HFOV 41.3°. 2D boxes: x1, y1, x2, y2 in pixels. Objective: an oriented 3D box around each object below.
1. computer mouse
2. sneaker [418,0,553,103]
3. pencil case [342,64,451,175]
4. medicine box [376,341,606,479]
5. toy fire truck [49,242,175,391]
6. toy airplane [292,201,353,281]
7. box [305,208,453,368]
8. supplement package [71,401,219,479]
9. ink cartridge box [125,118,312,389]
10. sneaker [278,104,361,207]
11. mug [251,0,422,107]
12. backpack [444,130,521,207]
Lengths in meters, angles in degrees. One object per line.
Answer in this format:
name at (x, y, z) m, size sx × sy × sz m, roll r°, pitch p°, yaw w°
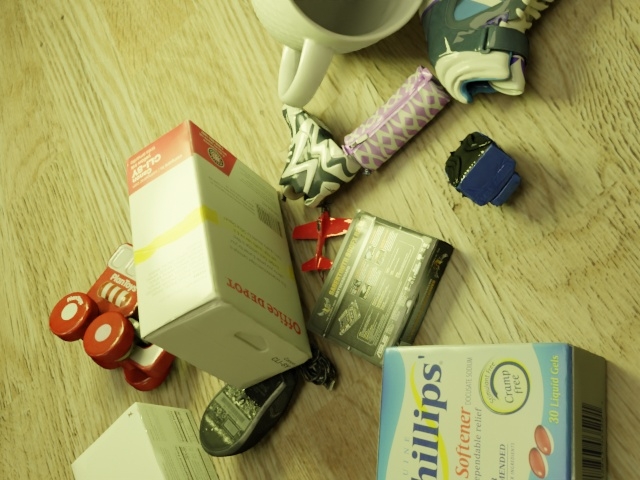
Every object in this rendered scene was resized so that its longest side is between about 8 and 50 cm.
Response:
computer mouse at (-0.100, 0.279, 1.510) m, size 0.272 × 0.072 × 0.188 m, roll -47°, pitch 49°, yaw 0°
sneaker at (0.324, -0.352, 1.363) m, size 0.323 × 0.130 × 0.236 m, roll -26°, pitch 69°, yaw 25°
pencil case at (0.129, -0.211, 1.479) m, size 0.206 × 0.088 × 0.086 m, roll -43°, pitch 55°, yaw 17°
medicine box at (0.237, 0.285, 1.188) m, size 0.289 × 0.149 × 0.263 m, roll -7°, pitch 71°, yaw 35°
toy fire truck at (-0.375, 0.142, 1.719) m, size 0.302 × 0.169 × 0.253 m, roll 20°, pitch 69°, yaw 39°
toy airplane at (0.000, 0.000, 1.546) m, size 0.151 × 0.028 × 0.151 m, roll -13°, pitch 67°, yaw 33°
box at (0.096, 0.081, 1.426) m, size 0.183 × 0.056 × 0.231 m, roll 22°, pitch 89°, yaw 41°
supplement package at (-0.308, 0.466, 1.552) m, size 0.204 × 0.145 × 0.261 m, roll -44°, pitch 53°, yaw 18°
ink cartridge box at (-0.181, 0.029, 1.476) m, size 0.160 × 0.279 × 0.384 m, roll -28°, pitch 52°, yaw 18°
sneaker at (-0.039, -0.151, 1.585) m, size 0.153 × 0.094 × 0.235 m, roll -48°, pitch 56°, yaw 11°
mug at (-0.004, -0.419, 1.509) m, size 0.328 × 0.276 × 0.374 m, roll -166°, pitch 90°, yaw -73°
backpack at (0.253, -0.110, 1.344) m, size 0.098 × 0.101 × 0.120 m, roll -47°, pitch 20°, yaw 11°
